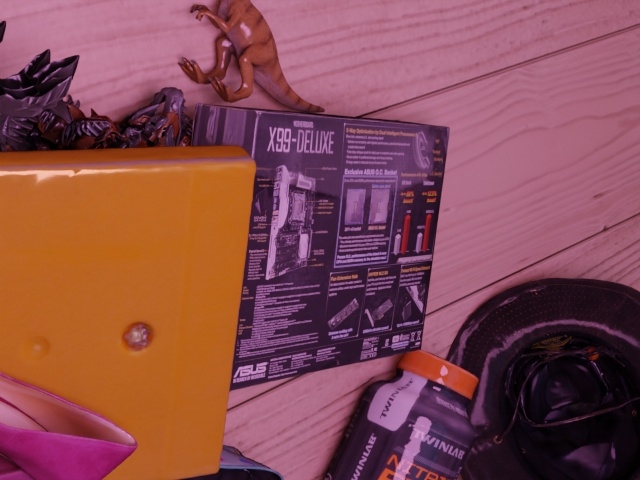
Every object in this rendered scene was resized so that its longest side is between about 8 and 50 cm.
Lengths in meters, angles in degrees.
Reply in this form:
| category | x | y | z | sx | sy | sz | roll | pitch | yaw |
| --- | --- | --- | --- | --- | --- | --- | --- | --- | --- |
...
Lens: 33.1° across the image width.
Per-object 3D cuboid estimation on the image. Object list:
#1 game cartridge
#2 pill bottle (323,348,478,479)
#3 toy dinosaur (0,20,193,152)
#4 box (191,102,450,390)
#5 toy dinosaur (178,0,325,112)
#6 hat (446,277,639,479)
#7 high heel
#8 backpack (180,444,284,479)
| category | x | y | z | sx | sy | sz | roll | pitch | yaw |
| --- | --- | --- | --- | --- | --- | --- | --- | --- | --- |
| game cartridge | -0.216 | 0.069 | 0.795 | 0.324 | 0.053 | 0.285 | -3 | 115 | -26 |
| pill bottle | 0.082 | 0.240 | 1.158 | 0.130 | 0.130 | 0.245 | 30 | 81 | -38 |
| toy dinosaur | -0.234 | -0.045 | 0.847 | 0.322 | 0.164 | 0.218 | -54 | 146 | -41 |
| box | 0.000 | 0.000 | 1.028 | 0.307 | 0.077 | 0.242 | -5 | 104 | -51 |
| toy dinosaur | -0.061 | -0.169 | 0.995 | 0.112 | 0.064 | 0.211 | -44 | 124 | -22 |
| hat | 0.298 | 0.214 | 1.284 | 0.331 | 0.331 | 0.134 | -60 | 168 | -10 |
| high heel | -0.214 | 0.095 | 0.720 | 0.117 | 0.082 | 0.244 | -22 | 128 | -5 |
| backpack | -0.144 | 0.261 | 0.979 | 0.188 | 0.144 | 0.165 | 17 | 90 | -50 |
